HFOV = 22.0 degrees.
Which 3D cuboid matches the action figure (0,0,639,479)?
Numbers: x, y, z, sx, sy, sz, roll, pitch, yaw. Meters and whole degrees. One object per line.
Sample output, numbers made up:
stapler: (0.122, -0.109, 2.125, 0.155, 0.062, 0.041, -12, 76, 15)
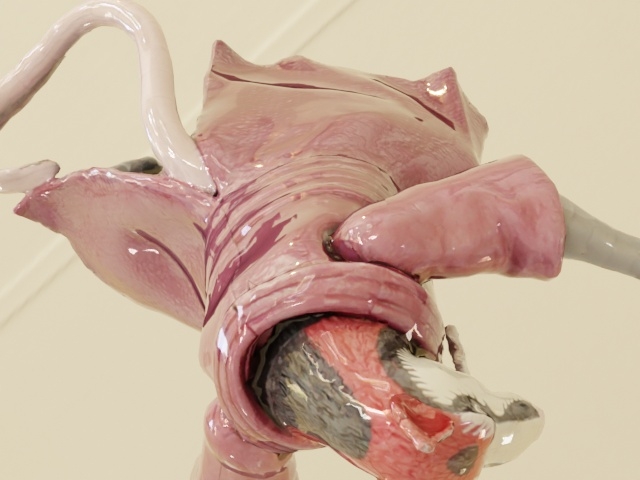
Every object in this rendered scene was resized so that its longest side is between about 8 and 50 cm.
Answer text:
action figure: (0.000, 0.000, 0.716, 0.276, 0.370, 0.248, 38, -80, -17)
